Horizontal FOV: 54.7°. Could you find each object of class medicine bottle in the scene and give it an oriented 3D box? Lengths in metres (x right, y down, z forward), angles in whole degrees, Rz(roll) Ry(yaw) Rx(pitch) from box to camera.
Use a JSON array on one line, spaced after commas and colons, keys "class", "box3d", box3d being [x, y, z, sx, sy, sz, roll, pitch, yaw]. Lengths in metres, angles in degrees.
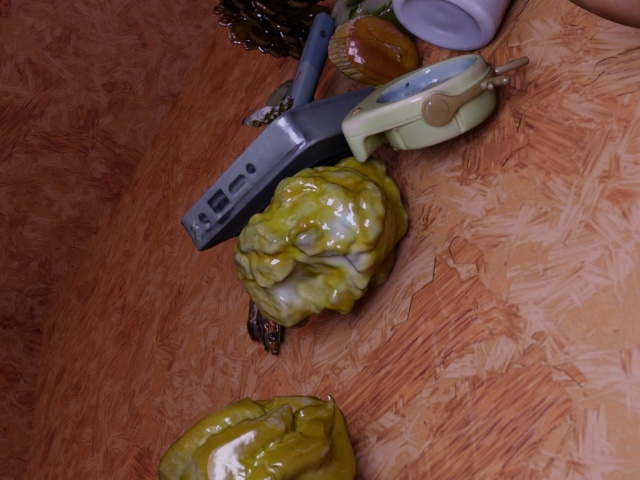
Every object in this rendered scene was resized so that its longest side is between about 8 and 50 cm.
[{"class": "medicine bottle", "box3d": [0.297, -0.572, 1.175, 0.211, 0.211, 0.371, 12, 76, 60]}]

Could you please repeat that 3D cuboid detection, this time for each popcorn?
[{"class": "popcorn", "box3d": [-0.008, -0.007, 1.138, 0.334, 0.293, 0.292, -32, 40, 19]}]

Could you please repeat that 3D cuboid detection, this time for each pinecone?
[{"class": "pinecone", "box3d": [-0.115, -0.741, 1.817, 0.384, 0.385, 0.384, -38, 37, 37]}]

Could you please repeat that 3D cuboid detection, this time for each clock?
[{"class": "clock", "box3d": [0.204, -0.243, 1.084, 0.308, 0.096, 0.235, -10, 25, 39]}]

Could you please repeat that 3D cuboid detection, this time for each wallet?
[{"class": "wallet", "box3d": [-0.052, -0.358, 1.555, 0.252, 0.083, 0.360, 131, 157, -73]}]

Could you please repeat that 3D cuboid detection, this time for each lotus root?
[{"class": "lotus root", "box3d": [-0.112, -0.421, 1.849, 0.143, 0.070, 0.144, -31, 42, 43]}]

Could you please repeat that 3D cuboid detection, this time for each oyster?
[{"class": "oyster", "box3d": [-0.096, -0.239, 1.157, 0.146, 0.122, 0.045, 12, 117, 66]}]

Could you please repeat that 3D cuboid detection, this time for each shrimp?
[{"class": "shrimp", "box3d": [-0.126, 0.170, 1.398, 0.248, 0.068, 0.150, -110, 41, -59]}]

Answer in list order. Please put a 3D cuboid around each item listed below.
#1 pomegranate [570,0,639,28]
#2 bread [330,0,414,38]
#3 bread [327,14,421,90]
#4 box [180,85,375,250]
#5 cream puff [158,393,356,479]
[{"class": "pomegranate", "box3d": [0.427, -0.408, 0.689, 0.411, 0.412, 0.411, -38, 37, 37]}, {"class": "bread", "box3d": [0.175, -0.624, 1.498, 0.366, 0.129, 0.381, -7, 60, 56]}, {"class": "bread", "box3d": [0.122, -0.400, 1.334, 0.114, 0.191, 0.132, 17, 86, 64]}, {"class": "box", "box3d": [-0.065, -0.151, 1.304, 0.396, 0.111, 0.397, -40, -5, 37]}, {"class": "cream puff", "box3d": [-0.071, 0.377, 0.943, 0.291, 0.324, 0.257, 6, 35, 43]}]
